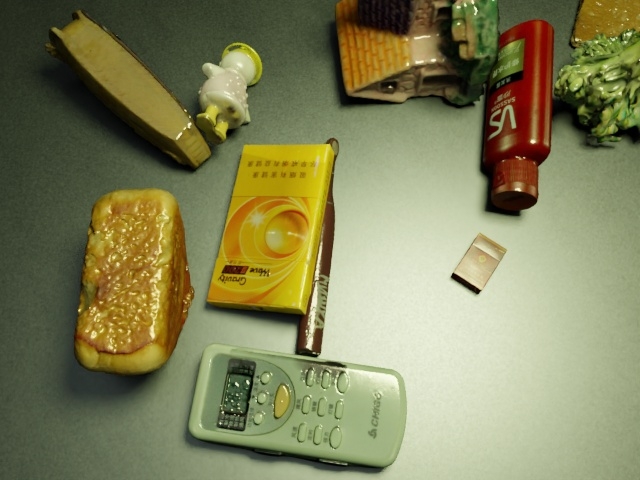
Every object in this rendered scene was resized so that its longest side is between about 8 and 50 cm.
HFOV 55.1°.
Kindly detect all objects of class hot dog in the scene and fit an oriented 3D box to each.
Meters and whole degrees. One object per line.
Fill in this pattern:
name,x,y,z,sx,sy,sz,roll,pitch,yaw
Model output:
hot dog,-0.259,0.065,0.867,0.150,0.153,0.257,2,71,-4

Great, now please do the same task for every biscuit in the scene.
biscuit,0.546,-0.435,1.133,0.131,0.026,0.237,19,69,5

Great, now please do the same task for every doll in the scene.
doll,-0.150,-0.253,1.013,0.081,0.129,0.207,-7,50,27

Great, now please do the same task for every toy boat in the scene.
toy boat,-0.308,-0.237,1.000,0.321,0.121,0.089,42,74,0

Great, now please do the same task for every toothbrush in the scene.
toothbrush,0.001,0.000,0.953,0.040,0.041,0.364,6,70,2

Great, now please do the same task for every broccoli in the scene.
broccoli,0.464,-0.280,0.944,0.198,0.275,0.177,-5,71,9

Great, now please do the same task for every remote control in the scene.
remote control,-0.029,0.231,0.855,0.296,0.056,0.140,8,74,3

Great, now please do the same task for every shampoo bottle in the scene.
shampoo bottle,0.321,-0.204,0.998,0.076,0.118,0.314,23,66,-31

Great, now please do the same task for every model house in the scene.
model house,0.145,-0.344,0.990,0.237,0.237,0.202,-5,76,2

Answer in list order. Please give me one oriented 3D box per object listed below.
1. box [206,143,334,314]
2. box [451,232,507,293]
box,-0.072,-0.024,0.942,0.152,0.043,0.269,3,68,20
box,0.246,0.035,0.952,0.051,0.023,0.082,34,73,10
